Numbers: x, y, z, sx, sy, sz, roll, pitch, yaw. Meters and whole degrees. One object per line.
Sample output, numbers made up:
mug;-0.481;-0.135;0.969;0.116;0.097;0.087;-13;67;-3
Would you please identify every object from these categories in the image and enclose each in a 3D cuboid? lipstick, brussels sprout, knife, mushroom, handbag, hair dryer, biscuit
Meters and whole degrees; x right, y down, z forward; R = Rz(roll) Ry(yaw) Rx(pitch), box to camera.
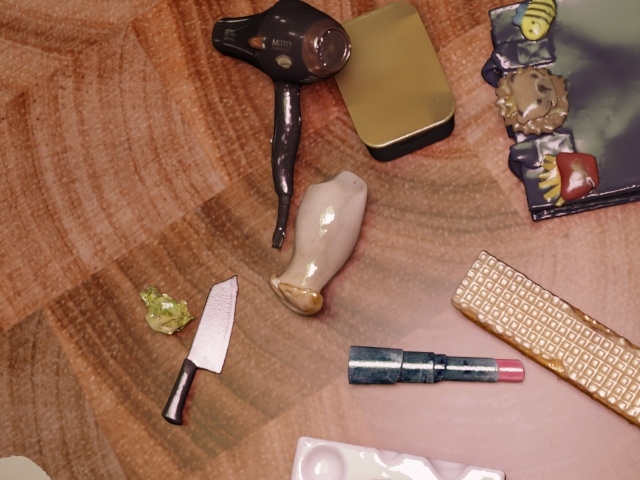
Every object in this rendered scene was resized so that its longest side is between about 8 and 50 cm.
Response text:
lipstick;0.155;0.170;1.324;0.234;0.053;0.053;0;76;10
brussels sprout;-0.227;0.100;1.410;0.058;0.085;0.085;-43;72;1
knife;-0.162;0.155;1.410;0.060;0.028;0.230;18;77;3
mushroom;-0.001;0.000;1.378;0.097;0.088;0.213;25;86;2
handbag;0.394;-0.202;1.338;0.329;0.122;0.303;-11;74;10
hair dryer;-0.076;-0.164;1.417;0.303;0.120;0.360;16;106;51
biscuit;0.349;0.152;1.287;0.378;0.054;0.094;32;85;17

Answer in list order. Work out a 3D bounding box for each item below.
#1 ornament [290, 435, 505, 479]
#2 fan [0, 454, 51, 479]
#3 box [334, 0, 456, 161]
ornament;0.090;0.378;1.186;0.239;0.240;0.239;7;78;13
fan;-0.387;0.409;1.393;0.310;0.010;0.182;8;77;14
box;0.103;-0.224;1.415;0.144;0.090;0.201;-23;72;5
